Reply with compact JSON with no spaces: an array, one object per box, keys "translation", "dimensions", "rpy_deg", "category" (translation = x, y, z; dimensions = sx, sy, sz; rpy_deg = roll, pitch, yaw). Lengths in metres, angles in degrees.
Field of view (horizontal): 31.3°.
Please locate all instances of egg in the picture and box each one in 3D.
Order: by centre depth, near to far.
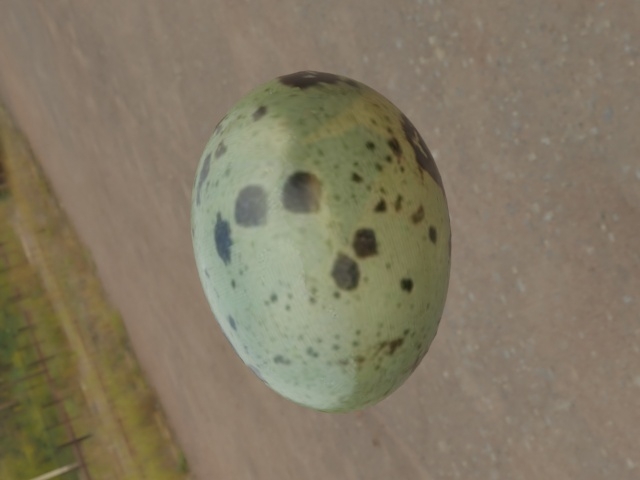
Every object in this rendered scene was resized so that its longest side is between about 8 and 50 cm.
[{"translation":[0.000,0.000,1.258],"dimensions":[0.287,0.287,0.379],"rpy_deg":[129,142,-73],"category":"egg"}]
